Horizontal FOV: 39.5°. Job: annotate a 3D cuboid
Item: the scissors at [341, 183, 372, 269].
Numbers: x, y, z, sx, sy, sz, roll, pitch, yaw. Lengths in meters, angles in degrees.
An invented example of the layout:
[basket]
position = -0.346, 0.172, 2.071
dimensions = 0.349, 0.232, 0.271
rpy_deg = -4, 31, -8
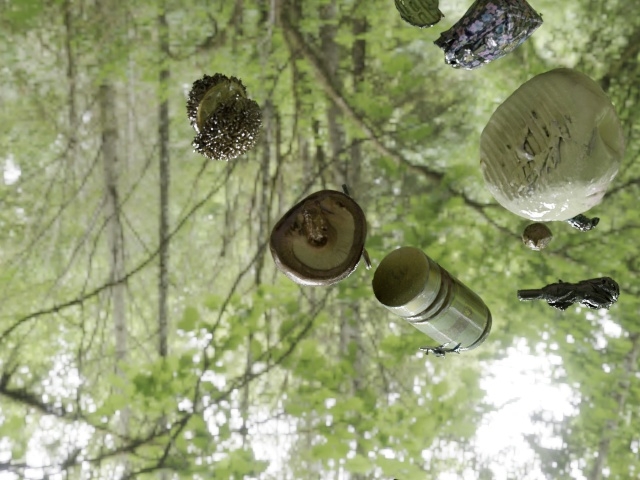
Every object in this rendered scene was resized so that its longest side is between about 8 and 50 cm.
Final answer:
[scissors]
position = 0.089, -0.036, 2.228
dimensions = 0.017, 0.220, 0.088
rpy_deg = -17, -172, 2

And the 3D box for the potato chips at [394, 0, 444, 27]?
[potato chips]
position = 0.188, -0.537, 1.885
dimensions = 0.091, 0.208, 0.028
rpy_deg = -27, 169, 8

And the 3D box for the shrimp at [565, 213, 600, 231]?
[shrimp]
position = 0.494, -0.085, 1.821
dimensions = 0.174, 0.082, 0.076
rpy_deg = 45, -142, 11

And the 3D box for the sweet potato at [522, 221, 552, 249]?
[sweet potato]
position = 0.562, -0.012, 2.325
dimensions = 0.075, 0.075, 0.273
rpy_deg = 5, -179, 12

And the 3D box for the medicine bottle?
[medicine bottle]
position = 0.270, 0.145, 2.090
dimensions = 0.151, 0.151, 0.322
rpy_deg = 20, 170, 45

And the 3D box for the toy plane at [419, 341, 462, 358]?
[toy plane]
position = 0.236, 0.215, 1.744
dimensions = 0.084, 0.078, 0.024
rpy_deg = -5, -120, -2

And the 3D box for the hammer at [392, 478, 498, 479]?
[hammer]
position = 0.269, 0.518, 1.836
dimensions = 0.246, 0.029, 0.103
rpy_deg = 8, -167, -9

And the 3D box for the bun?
[bun]
position = 0.400, -0.154, 1.530
dimensions = 0.168, 0.273, 0.273
rpy_deg = 19, -175, -37

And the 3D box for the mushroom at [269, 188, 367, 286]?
[mushroom]
position = -0.003, -0.001, 2.004
dimensions = 0.231, 0.194, 0.138
rpy_deg = -33, -168, -10

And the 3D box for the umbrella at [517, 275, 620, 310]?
[umbrella]
position = 0.796, 0.169, 2.862
dimensions = 0.339, 0.118, 0.118
rpy_deg = 0, -162, -11

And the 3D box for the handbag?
[handbag]
position = 0.364, -0.461, 1.968
dimensions = 0.207, 0.127, 0.228
rpy_deg = -39, 167, 30

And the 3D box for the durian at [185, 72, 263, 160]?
[durian]
position = -0.228, -0.268, 1.985
dimensions = 0.167, 0.196, 0.196
rpy_deg = 19, -178, -42
